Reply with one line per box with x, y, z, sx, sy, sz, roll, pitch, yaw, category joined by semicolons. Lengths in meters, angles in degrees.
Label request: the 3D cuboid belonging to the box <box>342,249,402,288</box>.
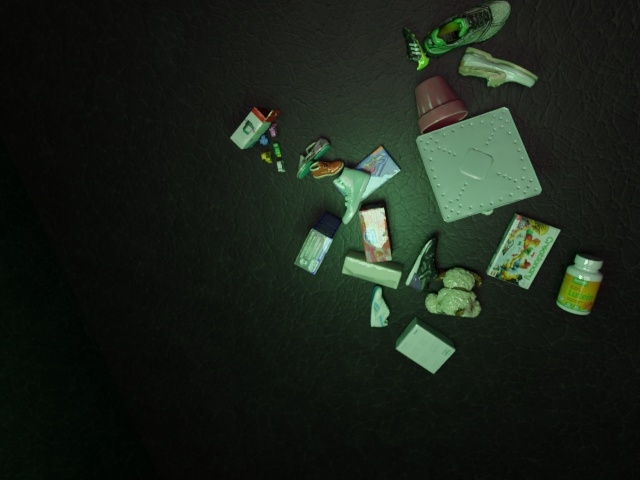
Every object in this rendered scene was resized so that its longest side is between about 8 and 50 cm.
0.252;0.138;1.959;0.274;0.113;0.094;16;111;8;box

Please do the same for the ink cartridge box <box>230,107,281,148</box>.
-0.296;-0.534;1.856;0.078;0.134;0.231;44;110;-3;ink cartridge box

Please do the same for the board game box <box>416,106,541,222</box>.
0.640;-0.308;1.664;0.389;0.050;0.390;-18;78;8;board game box

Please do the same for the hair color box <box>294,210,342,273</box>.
0.000;0.000;1.848;0.110;0.339;0.185;28;111;3;hair color box

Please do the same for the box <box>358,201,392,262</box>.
0.261;-0.038;1.893;0.122;0.128;0.257;-7;106;14;box

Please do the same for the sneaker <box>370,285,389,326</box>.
0.300;0.330;2.029;0.092;0.087;0.229;1;114;5;sneaker

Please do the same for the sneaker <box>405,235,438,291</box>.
0.511;0.115;1.891;0.124;0.107;0.284;29;121;18;sneaker

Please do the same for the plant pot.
0.479;-0.562;1.660;0.201;0.201;0.180;-21;86;18;plant pot

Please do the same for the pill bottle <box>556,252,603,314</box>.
1.143;0.187;1.766;0.136;0.136;0.246;9;109;9;pill bottle

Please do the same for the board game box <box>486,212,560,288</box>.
0.908;0.049;1.819;0.192;0.053;0.306;20;110;5;board game box

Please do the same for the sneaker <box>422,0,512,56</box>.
0.578;-0.824;1.561;0.343;0.146;0.134;-25;102;7;sneaker

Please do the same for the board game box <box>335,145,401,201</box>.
0.217;-0.294;1.876;0.281;0.027;0.145;-38;98;20;board game box

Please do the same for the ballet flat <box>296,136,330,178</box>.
-0.047;-0.392;1.886;0.221;0.077;0.079;-47;75;16;ballet flat

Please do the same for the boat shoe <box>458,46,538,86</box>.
0.705;-0.669;1.616;0.302;0.113;0.103;29;112;14;boat shoe

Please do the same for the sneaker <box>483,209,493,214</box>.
0.683;-0.252;1.722;0.114;0.152;0.305;-21;100;20;sneaker

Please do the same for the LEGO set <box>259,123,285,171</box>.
-0.237;-0.426;1.898;0.086;0.093;0.227;-7;106;14;LEGO set

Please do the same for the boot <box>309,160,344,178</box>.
0.028;-0.340;1.867;0.157;0.084;0.059;-18;60;15;boot

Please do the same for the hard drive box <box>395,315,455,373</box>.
0.526;0.528;2.032;0.232;0.089;0.181;34;111;0;hard drive box

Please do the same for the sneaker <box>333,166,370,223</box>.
0.114;-0.212;1.858;0.151;0.094;0.256;21;101;-1;sneaker

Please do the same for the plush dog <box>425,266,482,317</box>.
0.636;0.237;1.883;0.262;0.210;0.226;5;82;9;plush dog

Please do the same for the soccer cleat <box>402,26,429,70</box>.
0.381;-0.793;1.669;0.072;0.060;0.179;-32;101;21;soccer cleat
